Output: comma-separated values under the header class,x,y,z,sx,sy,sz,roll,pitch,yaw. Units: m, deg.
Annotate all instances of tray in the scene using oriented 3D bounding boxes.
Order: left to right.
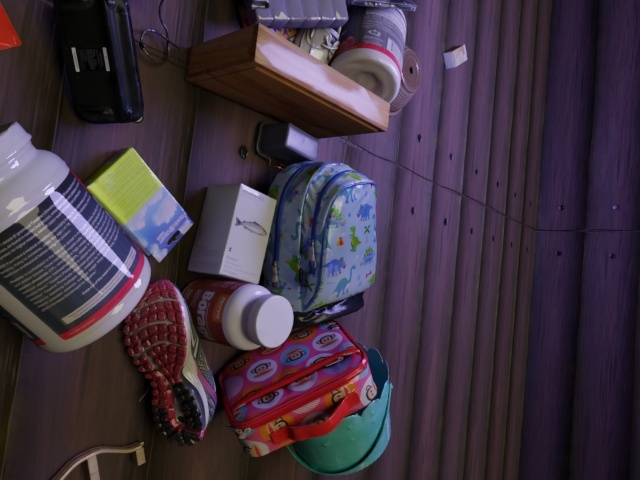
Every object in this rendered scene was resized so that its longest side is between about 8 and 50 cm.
class,x,y,z,sx,sy,sz,roll,pitch,yaw
tray,-0.051,-0.309,1.012,0.411,0.203,0.076,9,87,-50

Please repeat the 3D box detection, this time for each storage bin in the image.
class,x,y,z,sx,sy,sz,roll,pitch,yaw
storage bin,-0.073,-0.209,1.079,0.135,0.091,0.098,20,77,-48

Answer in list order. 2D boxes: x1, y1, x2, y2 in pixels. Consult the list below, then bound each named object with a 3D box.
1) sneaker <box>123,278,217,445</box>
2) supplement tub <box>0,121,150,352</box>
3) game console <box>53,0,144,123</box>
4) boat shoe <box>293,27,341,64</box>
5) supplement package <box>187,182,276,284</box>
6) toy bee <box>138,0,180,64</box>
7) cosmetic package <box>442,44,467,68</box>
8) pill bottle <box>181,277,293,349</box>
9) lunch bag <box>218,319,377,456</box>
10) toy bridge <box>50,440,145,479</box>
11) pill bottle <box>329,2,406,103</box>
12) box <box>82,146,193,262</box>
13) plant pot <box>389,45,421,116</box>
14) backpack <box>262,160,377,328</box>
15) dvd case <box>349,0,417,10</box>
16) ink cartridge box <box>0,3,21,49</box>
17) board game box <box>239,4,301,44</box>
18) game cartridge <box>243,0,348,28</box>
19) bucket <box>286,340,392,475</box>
class,x,y,z,sx,sy,sz,roll,pitch,yaw
sneaker,-0.266,0.214,0.873,0.112,0.121,0.298,-50,133,-74
supplement tub,-0.382,0.002,0.644,0.191,0.191,0.272,-54,130,-33
game console,-0.353,-0.352,0.703,0.044,0.214,0.360,-105,-166,-63
boat shoe,0.000,-0.465,1.105,0.095,0.084,0.257,16,81,-51
supplement package,-0.175,-0.012,0.956,0.105,0.105,0.179,23,74,-48
toy bee,-0.262,-0.477,0.782,0.298,0.162,0.195,57,40,-37
cosmetic package,0.498,-0.679,1.769,0.115,0.041,0.060,-42,123,-40
pill bottle,-0.160,0.137,0.895,0.121,0.216,0.121,-3,94,-50
lunch bag,-0.045,0.294,0.951,0.293,0.258,0.120,-23,113,-12
toy bridge,-0.380,0.380,0.795,0.188,0.026,0.063,-15,102,-49
pill bottle,0.124,-0.497,1.212,0.176,0.177,0.318,43,47,-42
box,-0.315,-0.059,0.836,0.109,0.043,0.178,-56,131,-31
plant pot,0.217,-0.486,1.395,0.238,0.110,0.237,-2,93,-49
backpack,0.000,0.000,1.071,0.290,0.274,0.355,-8,90,-46
dvd case,0.124,-0.627,1.181,0.165,0.221,0.018,-3,138,-17
ink cartridge box,-0.507,-0.345,0.586,0.189,0.066,0.232,-41,118,-41
board game box,-0.074,-0.488,1.109,0.260,0.039,0.124,-31,116,-42
game cartridge,-0.073,-0.628,1.004,0.230,0.068,0.354,-13,95,-31
bucket,0.032,0.381,1.106,0.281,0.281,0.182,-39,125,-42
